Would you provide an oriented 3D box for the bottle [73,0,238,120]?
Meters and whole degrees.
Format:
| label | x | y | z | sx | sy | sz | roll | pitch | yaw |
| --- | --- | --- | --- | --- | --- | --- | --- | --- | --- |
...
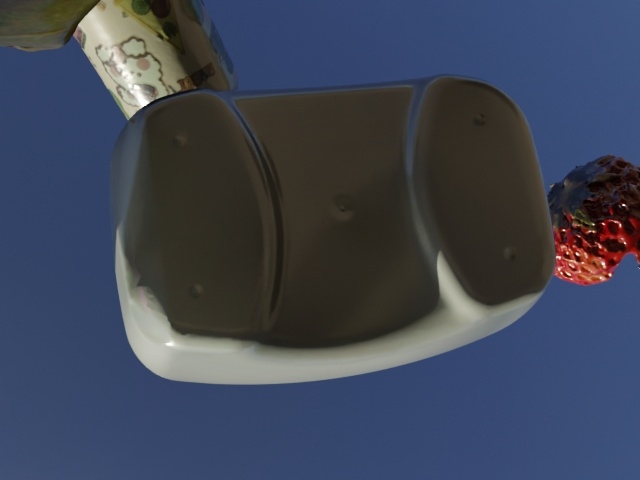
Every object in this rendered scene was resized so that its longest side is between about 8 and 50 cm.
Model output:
| label | x | y | z | sx | sy | sz | roll | pitch | yaw |
| --- | --- | --- | --- | --- | --- | --- | --- | --- | --- |
| bottle | -0.144 | -0.162 | 0.634 | 0.120 | 0.120 | 0.253 | -44 | -48 | -22 |

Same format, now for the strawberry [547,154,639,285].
| label | x | y | z | sx | sy | sz | roll | pitch | yaw |
| --- | --- | --- | --- | --- | --- | --- | --- | --- | --- |
| strawberry | 0.278 | -0.023 | 0.696 | 0.086 | 0.145 | 0.145 | 27 | -107 | -12 |

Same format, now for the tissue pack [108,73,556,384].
| label | x | y | z | sx | sy | sz | roll | pitch | yaw |
| --- | --- | --- | --- | --- | --- | --- | --- | --- | --- |
| tissue pack | 0.000 | 0.000 | 0.570 | 0.332 | 0.236 | 0.230 | -6 | -104 | -11 |

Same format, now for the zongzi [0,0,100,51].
| label | x | y | z | sx | sy | sz | roll | pitch | yaw |
| --- | --- | --- | --- | --- | --- | --- | --- | --- | --- |
| zongzi | -0.236 | -0.238 | 0.251 | 0.289 | 0.154 | 0.318 | -11 | -83 | -39 |
